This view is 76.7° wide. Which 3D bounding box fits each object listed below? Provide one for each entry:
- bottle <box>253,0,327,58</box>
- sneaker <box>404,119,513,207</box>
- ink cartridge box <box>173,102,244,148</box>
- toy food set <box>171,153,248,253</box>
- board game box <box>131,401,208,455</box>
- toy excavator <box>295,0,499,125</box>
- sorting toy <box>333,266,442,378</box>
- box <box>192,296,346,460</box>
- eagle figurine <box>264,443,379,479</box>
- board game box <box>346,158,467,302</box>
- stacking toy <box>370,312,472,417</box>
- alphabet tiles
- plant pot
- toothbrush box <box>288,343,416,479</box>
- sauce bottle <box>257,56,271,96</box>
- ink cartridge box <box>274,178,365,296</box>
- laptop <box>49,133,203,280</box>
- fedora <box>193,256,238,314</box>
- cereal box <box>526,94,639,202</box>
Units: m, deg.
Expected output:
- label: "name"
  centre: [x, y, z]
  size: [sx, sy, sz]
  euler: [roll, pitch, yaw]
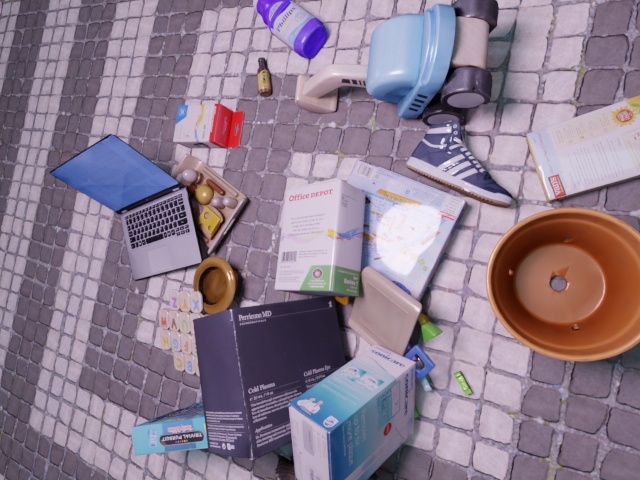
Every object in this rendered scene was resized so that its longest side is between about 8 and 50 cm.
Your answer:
- label: "bottle"
  centre: [-0.106, -0.696, 1.285]
  size: [0.118, 0.092, 0.283]
  euler: [-49, 67, 14]
- label: "sneaker"
  centre: [0.365, -0.198, 1.007]
  size: [0.282, 0.099, 0.153]
  euler: [31, 99, 28]
- label: "ink cartridge box"
  centre: [-0.384, -0.391, 1.388]
  size: [0.231, 0.078, 0.134]
  euler: [6, 87, 25]
- label: "toy food set"
  centre: [-0.407, -0.126, 1.361]
  size: [0.306, 0.092, 0.219]
  euler: [38, 100, 24]
- label: "board game box"
  centre: [-0.314, 0.516, 1.156]
  size: [0.336, 0.254, 0.079]
  euler: [-18, 77, 23]
- label: "toy excavator"
  centre: [0.158, -0.433, 1.043]
  size: [0.446, 0.433, 0.222]
  euler: [7, 87, -3]
- label: "sorting toy"
  centre: [0.161, 0.184, 1.019]
  size: [0.348, 0.047, 0.195]
  euler: [38, 128, 35]
- label: "box"
  centre: [-0.108, 0.318, 1.018]
  size: [0.179, 0.343, 0.312]
  euler: [-20, 75, 42]
- label: "eagle figurine"
  centre: [-0.018, 0.608, 1.009]
  size: [0.225, 0.226, 0.298]
  euler: [42, 137, 4]
- label: "board game box"
  centre: [0.175, -0.018, 1.091]
  size: [0.319, 0.066, 0.317]
  euler: [28, 97, 25]
- label: "stacking toy"
  centre: [0.249, 0.319, 1.028]
  size: [0.167, 0.052, 0.221]
  euler: [-34, 72, 18]
- label: "alphabet tiles"
  centre: [-0.439, 0.302, 1.328]
  size: [0.284, 0.021, 0.277]
  euler: [-1, 94, 35]
- label: "plant pot"
  centre: [0.510, 0.090, 0.849]
  size: [0.291, 0.203, 0.290]
  euler: [-3, 83, 25]
- label: "toothbrush box"
  centre: [0.083, 0.407, 0.920]
  size: [0.126, 0.296, 0.216]
  euler: [16, 115, 42]
- label: "sauce bottle"
  centre: [-0.188, -0.540, 1.334]
  size: [0.042, 0.042, 0.128]
  euler: [-12, 81, 23]
- label: "ink cartridge box"
  centre: [0.000, 0.000, 1.055]
  size: [0.202, 0.117, 0.278]
  euler: [-5, 75, 42]
- label: "laptop"
  centre: [-0.635, -0.076, 1.325]
  size: [0.382, 0.236, 0.407]
  euler: [-14, 88, 32]
- label: "fedora"
  centre: [-0.323, 0.142, 1.297]
  size: [0.195, 0.079, 0.194]
  euler: [1, 92, 33]
- label: "cereal box"
  centre: [0.619, -0.202, 0.917]
  size: [0.240, 0.047, 0.172]
  euler: [-16, 77, 23]
